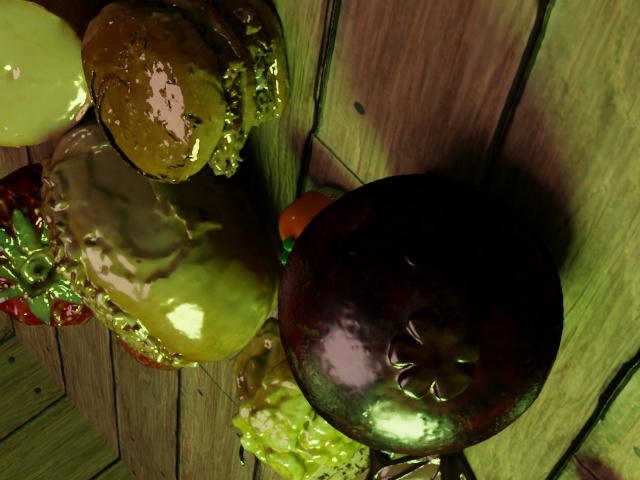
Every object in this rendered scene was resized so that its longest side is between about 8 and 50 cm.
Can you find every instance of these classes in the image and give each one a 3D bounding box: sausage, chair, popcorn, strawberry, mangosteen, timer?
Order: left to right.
[{"bbox_3d":[-0.403,-0.288,1.787,0.287,0.233,0.233,-95,-12,-56],"label":"sausage"},{"bbox_3d":[-0.545,-0.006,2.546,0.317,0.295,0.345,25,-173,-24],"label":"strawberry"},{"bbox_3d":[-0.035,0.231,1.941,0.225,0.249,0.249,-29,99,24],"label":"popcorn"},{"bbox_3d":[0.000,0.000,1.718,0.136,0.136,0.099,38,157,32],"label":"timer"},{"bbox_3d":[0.106,0.071,1.445,0.306,0.306,0.359,59,-173,-10],"label":"mangosteen"},{"bbox_3d":[0.147,0.376,1.959,0.326,0.183,0.176,-77,-34,-59],"label":"chair"}]

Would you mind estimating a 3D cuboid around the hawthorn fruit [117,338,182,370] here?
[{"bbox_3d":[-0.279,0.100,2.277,0.253,0.205,0.205,55,157,16],"label":"hawthorn fruit"}]

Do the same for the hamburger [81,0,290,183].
[{"bbox_3d":[-0.156,-0.204,1.634,0.245,0.211,0.261,-20,102,56],"label":"hamburger"}]

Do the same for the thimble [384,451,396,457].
[{"bbox_3d":[0.074,0.156,1.745,0.237,0.150,0.237,38,154,22],"label":"thimble"}]

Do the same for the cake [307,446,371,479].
[{"bbox_3d":[-0.025,0.371,2.236,0.112,0.135,0.246,55,156,-4],"label":"cake"}]

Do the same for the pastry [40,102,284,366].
[{"bbox_3d":[-0.228,-0.007,1.844,0.410,0.245,0.409,52,-169,-15],"label":"pastry"}]
